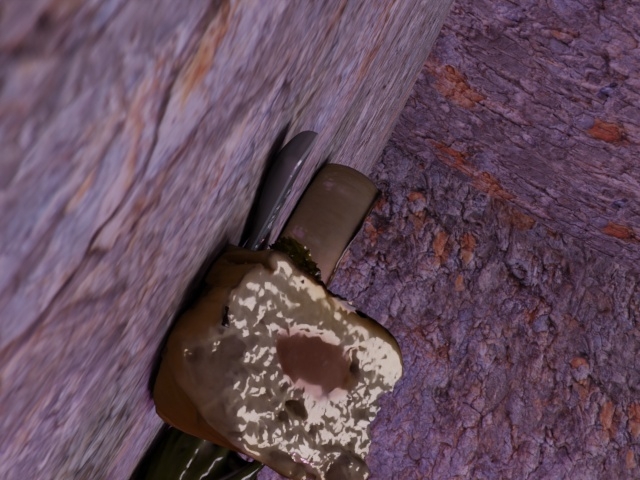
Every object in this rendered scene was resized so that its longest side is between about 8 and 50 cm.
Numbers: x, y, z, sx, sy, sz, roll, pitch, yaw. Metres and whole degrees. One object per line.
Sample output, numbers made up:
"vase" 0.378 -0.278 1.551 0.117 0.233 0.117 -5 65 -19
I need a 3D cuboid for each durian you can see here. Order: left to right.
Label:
"durian" -0.072 0.072 0.931 0.108 0.119 0.187 -19 145 -21

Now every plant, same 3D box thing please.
"plant" -0.182 0.357 0.854 0.333 0.180 0.251 -29 137 -79

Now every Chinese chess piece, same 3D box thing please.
"Chinese chess piece" 0.000 0.000 1.148 0.257 0.104 0.257 -61 177 -6

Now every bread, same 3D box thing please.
"bread" -0.035 0.115 0.662 0.211 0.223 0.184 90 22 -68

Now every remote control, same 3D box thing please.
"remote control" -0.049 -0.040 0.694 0.050 0.027 0.184 -57 180 -39
